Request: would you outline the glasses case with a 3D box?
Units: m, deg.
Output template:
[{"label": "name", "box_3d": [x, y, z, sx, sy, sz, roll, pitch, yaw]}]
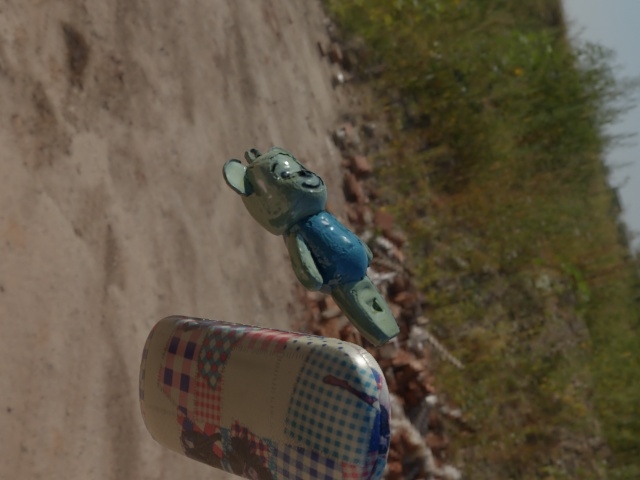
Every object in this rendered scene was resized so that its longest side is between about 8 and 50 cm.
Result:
[{"label": "glasses case", "box_3d": [-0.061, 0.136, 0.890, 0.076, 0.327, 0.125, 1, 91, -40]}]

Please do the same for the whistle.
[{"label": "whistle", "box_3d": [0.000, 0.000, 1.009, 0.235, 0.077, 0.114, 53, 35, 10]}]
